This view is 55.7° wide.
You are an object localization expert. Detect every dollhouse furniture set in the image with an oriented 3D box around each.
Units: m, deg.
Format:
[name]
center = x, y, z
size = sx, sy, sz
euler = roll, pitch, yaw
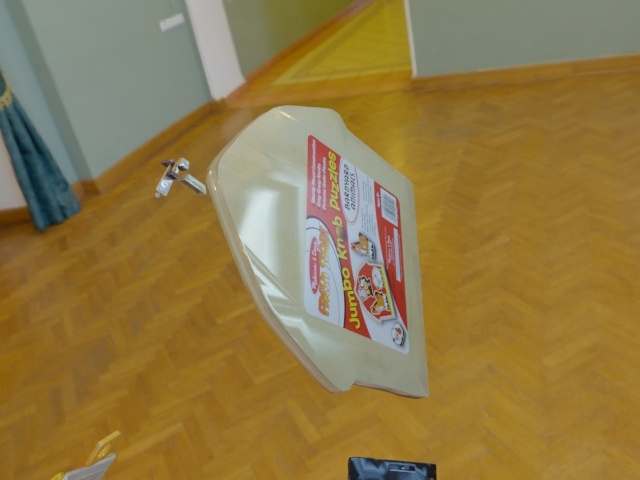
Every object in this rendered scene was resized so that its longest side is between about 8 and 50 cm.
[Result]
[dollhouse furniture set]
center = -0.285, -0.106, 1.268
size = 0.091, 0.114, 0.081
euler = 1, 62, 45

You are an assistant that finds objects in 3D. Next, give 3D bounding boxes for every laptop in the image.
[laptop]
center = 0.175, 0.532, 1.085
size = 0.137, 0.234, 0.264
euler = -24, 55, 48

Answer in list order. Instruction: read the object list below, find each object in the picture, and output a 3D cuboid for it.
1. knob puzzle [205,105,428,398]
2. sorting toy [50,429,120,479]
[knob puzzle]
center = 0.000, 0.000, 0.381
size = 0.030, 0.213, 0.213
euler = -20, 20, 35
[sorting toy]
center = -0.514, 0.510, 1.208
size = 0.047, 0.347, 0.196
euler = 36, 1, 11
